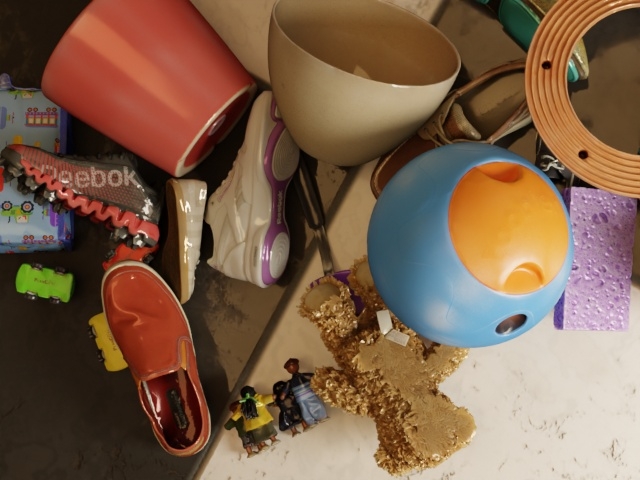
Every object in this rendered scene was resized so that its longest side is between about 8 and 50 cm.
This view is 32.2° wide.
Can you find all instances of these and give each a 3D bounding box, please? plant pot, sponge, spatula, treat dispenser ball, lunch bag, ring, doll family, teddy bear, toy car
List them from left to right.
[{"bbox_3d":[-0.522,-0.131,1.812,0.221,0.138,0.293,-1,82,-6],"label":"lunch bag"},{"bbox_3d":[-0.387,0.080,1.826,0.225,0.053,0.239,12,90,8],"label":"toy car"},{"bbox_3d":[-0.249,-0.248,1.721,0.243,0.275,0.275,41,97,3],"label":"plant pot"},{"bbox_3d":[-0.071,0.260,1.744,0.193,0.076,0.111,-25,78,6],"label":"doll family"},{"bbox_3d":[0.000,0.000,1.756,0.084,0.030,0.296,-19,84,11],"label":"spatula"},{"bbox_3d":[0.044,-0.223,1.649,0.284,0.284,0.191,27,125,13],"label":"plant pot"},{"bbox_3d":[0.102,0.184,1.679,0.245,0.113,0.338,-42,81,-17],"label":"teddy bear"},{"bbox_3d":[0.208,0.007,1.557,0.288,0.288,0.288,-1,88,13],"label":"treat dispenser ball"},{"bbox_3d":[0.404,0.030,1.629,0.117,0.031,0.210,5,88,-21],"label":"sponge"},{"bbox_3d":[0.455,-0.222,1.556,0.336,0.032,0.336,-1,79,5],"label":"ring"}]

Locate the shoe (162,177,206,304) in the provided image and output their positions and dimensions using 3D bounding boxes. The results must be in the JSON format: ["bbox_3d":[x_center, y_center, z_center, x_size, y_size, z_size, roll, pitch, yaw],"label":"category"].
[{"bbox_3d":[-0.211,0.003,1.766,0.076,0.058,0.219,39,133,48],"label":"shoe"}]

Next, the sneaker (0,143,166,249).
[{"bbox_3d":[-0.360,-0.095,1.726,0.276,0.097,0.135,27,77,-20],"label":"sneaker"}]

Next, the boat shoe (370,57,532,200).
[{"bbox_3d":[0.203,-0.168,1.670,0.324,0.116,0.123,-40,79,9],"label":"boat shoe"}]

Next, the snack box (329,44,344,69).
[{"bbox_3d":[0.005,-0.297,1.771,0.064,0.022,0.178,16,92,13],"label":"snack box"}]

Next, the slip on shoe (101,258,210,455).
[{"bbox_3d":[-0.254,0.186,1.745,0.123,0.101,0.331,-19,92,-8],"label":"slip on shoe"}]

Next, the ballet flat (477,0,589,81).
[{"bbox_3d":[0.290,-0.384,1.667,0.348,0.123,0.123,41,97,12],"label":"ballet flat"}]

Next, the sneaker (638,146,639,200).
[{"bbox_3d":[0.582,-0.053,1.569,0.295,0.124,0.178,18,87,21],"label":"sneaker"}]

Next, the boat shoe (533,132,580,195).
[{"bbox_3d":[0.354,-0.101,1.653,0.075,0.065,0.206,3,92,12],"label":"boat shoe"}]

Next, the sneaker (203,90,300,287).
[{"bbox_3d":[-0.119,-0.084,1.734,0.152,0.114,0.305,10,96,30],"label":"sneaker"}]
